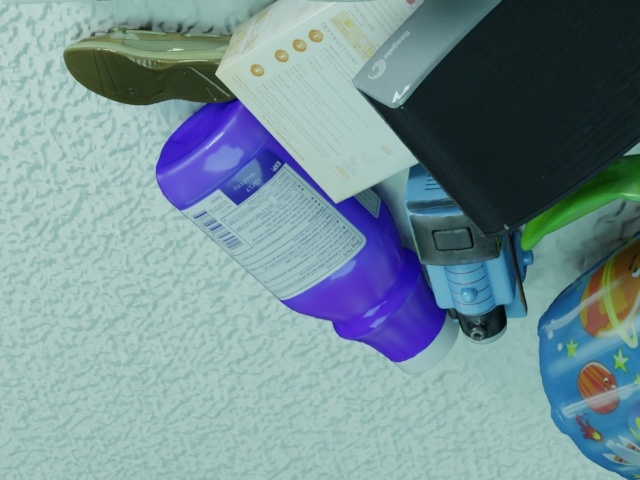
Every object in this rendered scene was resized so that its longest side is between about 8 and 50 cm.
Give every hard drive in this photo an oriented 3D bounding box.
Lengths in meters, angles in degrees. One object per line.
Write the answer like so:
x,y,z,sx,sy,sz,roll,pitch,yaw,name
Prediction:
0.166,-0.128,0.873,0.254,0.054,0.172,-41,116,4,hard drive

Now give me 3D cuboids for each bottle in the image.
0.000,0.000,1.086,0.118,0.092,0.283,-34,117,29,bottle

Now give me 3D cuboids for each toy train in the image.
0.116,0.000,1.047,0.080,0.105,0.184,-3,130,18,toy train

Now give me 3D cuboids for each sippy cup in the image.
0.291,0.075,1.004,0.224,0.240,0.305,-34,77,48,sippy cup

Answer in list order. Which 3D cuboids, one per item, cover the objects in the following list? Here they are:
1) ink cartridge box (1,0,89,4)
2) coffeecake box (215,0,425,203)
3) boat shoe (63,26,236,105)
-0.148,-0.227,0.942,0.180,0.060,0.104,0,131,15,ink cartridge box
0.044,-0.127,0.958,0.185,0.068,0.142,-25,121,33,coffeecake box
-0.124,-0.139,1.032,0.153,0.048,0.056,4,137,23,boat shoe
